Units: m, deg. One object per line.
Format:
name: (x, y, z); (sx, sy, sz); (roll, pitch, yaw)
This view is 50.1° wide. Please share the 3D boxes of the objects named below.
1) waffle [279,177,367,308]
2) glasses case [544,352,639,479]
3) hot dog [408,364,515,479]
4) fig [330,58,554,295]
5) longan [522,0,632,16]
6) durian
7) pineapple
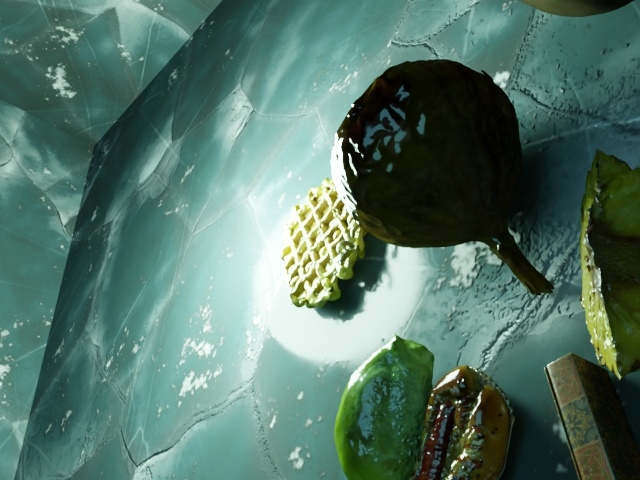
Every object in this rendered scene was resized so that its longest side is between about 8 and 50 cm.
waffle: (0.003, 0.001, 1.305); (0.262, 0.060, 0.280); (-9, 59, 55)
glasses case: (0.299, 0.232, 0.720); (0.049, 0.075, 0.218); (-40, 39, 35)
hot dog: (0.168, 0.284, 0.865); (0.131, 0.069, 0.252); (8, 75, 54)
fig: (0.204, -0.072, 0.963); (0.368, 0.286, 0.286); (46, 108, 22)
longan: (0.358, -0.459, 0.943); (0.297, 0.297, 0.297); (-33, 43, 37)
durian: (0.087, 0.257, 0.964); (0.139, 0.101, 0.250); (4, 70, 54)
pineapple: (0.371, 0.030, 0.766); (0.164, 0.140, 0.249); (-7, 70, 4)
